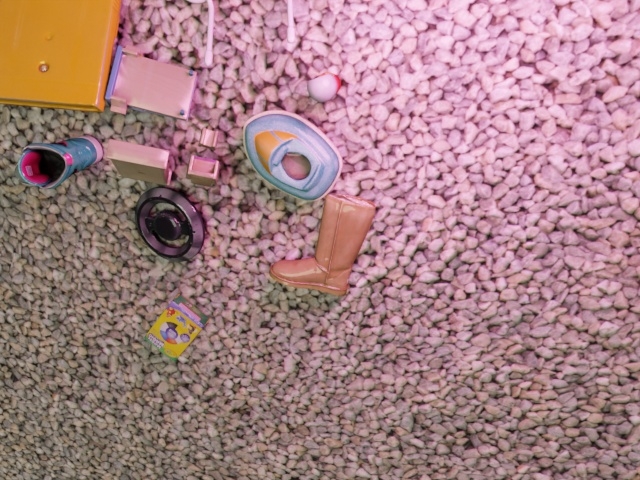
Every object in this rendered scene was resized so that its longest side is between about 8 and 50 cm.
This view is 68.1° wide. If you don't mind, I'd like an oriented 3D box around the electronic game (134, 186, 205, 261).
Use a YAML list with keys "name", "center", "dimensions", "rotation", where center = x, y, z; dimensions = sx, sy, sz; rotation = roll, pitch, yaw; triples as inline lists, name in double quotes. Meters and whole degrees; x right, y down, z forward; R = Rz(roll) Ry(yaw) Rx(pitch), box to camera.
- name: "electronic game"
  center: [-0.435, -0.043, 1.361]
  dimensions: [0.229, 0.048, 0.229]
  rotation: [8, 115, 18]

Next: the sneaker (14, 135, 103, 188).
- name: "sneaker"
  center: [-0.769, -0.199, 1.301]
  dimensions: [0.295, 0.178, 0.124]
  rotation: [-15, 108, 18]

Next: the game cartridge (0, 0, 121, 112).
- name: "game cartridge"
  center: [-0.639, -0.477, 1.137]
  dimensions: [0.285, 0.053, 0.324]
  rotation: [6, 81, 2]

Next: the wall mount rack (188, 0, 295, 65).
- name: "wall mount rack"
  center: [-0.180, -0.569, 1.047]
  dimensions: [0.350, 0.130, 0.304]
  rotation: [-8, 109, 16]

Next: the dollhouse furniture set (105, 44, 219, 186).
- name: "dollhouse furniture set"
  center: [-0.392, -0.312, 1.237]
  dimensions: [0.286, 0.198, 0.303]
  rotation: [10, 83, -14]

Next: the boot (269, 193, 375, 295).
- name: "boot"
  center: [0.000, 0.000, 1.265]
  dimensions: [0.236, 0.089, 0.269]
  rotation: [11, 115, -5]

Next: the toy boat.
- name: "toy boat"
  center: [-0.049, -0.258, 1.133]
  dimensions: [0.267, 0.148, 0.318]
  rotation: [31, 115, -1]

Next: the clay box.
- name: "clay box"
  center: [-0.462, 0.288, 1.498]
  dimensions: [0.127, 0.053, 0.222]
  rotation: [39, 114, -4]
